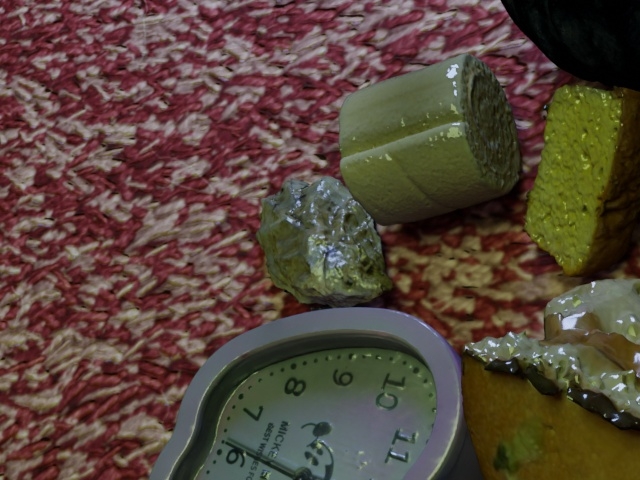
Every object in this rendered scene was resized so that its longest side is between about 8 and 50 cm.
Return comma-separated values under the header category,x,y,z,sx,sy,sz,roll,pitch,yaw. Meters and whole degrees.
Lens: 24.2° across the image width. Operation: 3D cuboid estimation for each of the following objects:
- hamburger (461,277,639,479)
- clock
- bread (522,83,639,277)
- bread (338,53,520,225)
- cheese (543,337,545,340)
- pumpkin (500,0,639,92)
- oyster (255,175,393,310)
category,x,y,z,sx,sy,sz,roll,pitch,yaw
hamburger,0.314,0.217,1.073,0.445,0.268,0.287,25,122,27
clock,0.008,0.224,1.357,0.338,0.102,0.339,-14,58,23
bread,0.245,-0.063,1.347,0.103,0.065,0.187,40,132,52
bread,0.106,-0.095,1.460,0.141,0.134,0.148,-15,45,29
cheese,0.222,0.184,1.274,0.155,0.062,0.244,-11,58,28
pumpkin,0.323,-0.304,1.366,0.363,0.266,0.363,-12,61,23
oyster,-0.008,0.001,1.516,0.132,0.072,0.209,-27,51,12
